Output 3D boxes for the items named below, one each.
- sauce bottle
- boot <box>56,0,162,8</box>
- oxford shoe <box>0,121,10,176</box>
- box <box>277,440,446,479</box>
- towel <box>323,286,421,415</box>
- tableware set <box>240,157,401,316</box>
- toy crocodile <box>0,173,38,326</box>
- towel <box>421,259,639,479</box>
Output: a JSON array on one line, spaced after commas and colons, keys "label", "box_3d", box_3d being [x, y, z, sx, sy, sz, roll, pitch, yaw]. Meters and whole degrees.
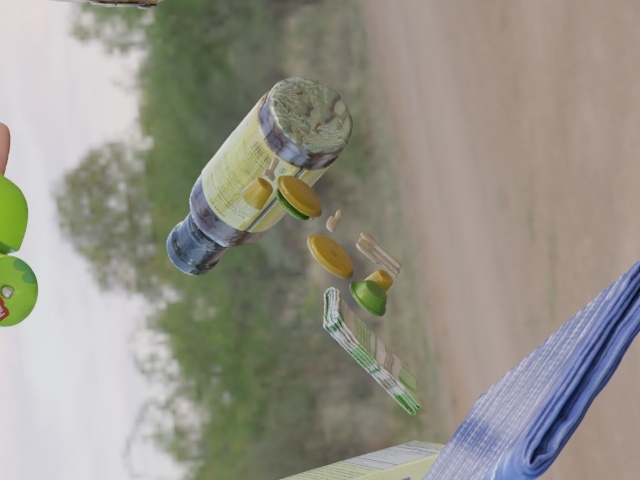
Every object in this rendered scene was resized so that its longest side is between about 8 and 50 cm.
[{"label": "sauce bottle", "box_3d": [-0.086, -0.063, 2.033, 0.344, 0.111, 0.111, -43, 45, 49]}, {"label": "boot", "box_3d": [-0.163, -0.208, 1.230, 0.197, 0.152, 0.073, -174, 94, -69]}, {"label": "oxford shoe", "box_3d": [-0.490, 0.018, 2.035, 0.140, 0.146, 0.397, -21, 51, 50]}, {"label": "box", "box_3d": [0.051, 0.357, 1.934, 0.117, 0.243, 0.213, -3, 99, 64]}, {"label": "towel", "box_3d": [0.061, 0.123, 1.987, 0.152, 0.023, 0.113, 46, -166, -13]}, {"label": "tableware set", "box_3d": [0.000, 0.000, 1.446, 0.154, 0.024, 0.104, 40, -156, -6]}, {"label": "toy crocodile", "box_3d": [-0.358, 0.095, 1.589, 0.115, 0.105, 0.340, 5, 66, 54]}, {"label": "towel", "box_3d": [0.159, 0.161, 1.444, 0.243, 0.040, 0.336, -50, -1, -33]}]
